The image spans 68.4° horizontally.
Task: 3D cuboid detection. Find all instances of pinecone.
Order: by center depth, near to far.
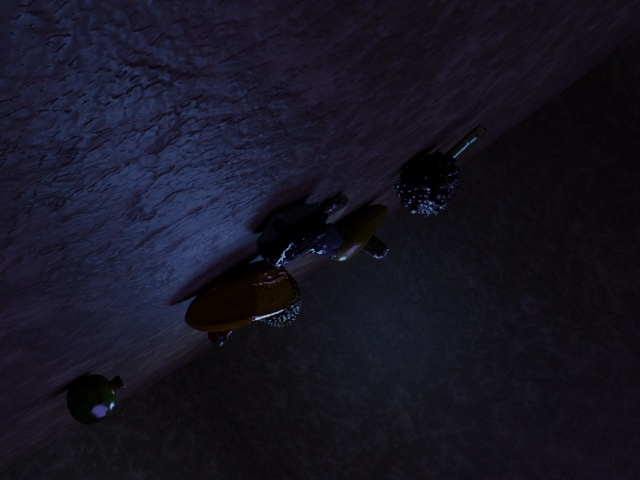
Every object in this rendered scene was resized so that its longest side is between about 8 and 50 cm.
[{"bbox_3d":[0.407,-0.216,1.777,0.272,0.224,0.224,-55,178,-13],"label":"pinecone"}]

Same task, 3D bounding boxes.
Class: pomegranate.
[{"bbox_3d":[-0.689,0.479,1.430,0.169,0.143,0.122,-28,175,9],"label":"pomegranate"}]

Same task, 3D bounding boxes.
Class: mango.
[{"bbox_3d":[-0.239,0.180,1.430,0.350,0.201,0.199,-25,141,-21],"label":"mango"},{"bbox_3d":[0.151,-0.036,2.066,0.332,0.142,0.195,-43,-168,-27],"label":"mango"}]

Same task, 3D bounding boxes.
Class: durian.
[{"bbox_3d":[-0.175,0.221,1.877,0.200,0.236,0.176,-13,157,-31],"label":"durian"}]

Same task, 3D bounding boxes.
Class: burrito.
[{"bbox_3d":[0.202,-0.004,2.167,0.096,0.309,0.066,-43,132,-10],"label":"burrito"}]

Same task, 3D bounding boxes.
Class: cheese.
[{"bbox_3d":[0.030,-0.084,1.472,0.127,0.049,0.235,-36,173,-2],"label":"cheese"}]

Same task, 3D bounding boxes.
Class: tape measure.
[{"bbox_3d":[-0.073,-0.016,1.178,0.182,0.107,0.181,-28,168,-47],"label":"tape measure"}]

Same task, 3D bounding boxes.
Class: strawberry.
[{"bbox_3d":[-0.457,0.382,2.225,0.190,0.111,0.236,-54,-173,39],"label":"strawberry"}]

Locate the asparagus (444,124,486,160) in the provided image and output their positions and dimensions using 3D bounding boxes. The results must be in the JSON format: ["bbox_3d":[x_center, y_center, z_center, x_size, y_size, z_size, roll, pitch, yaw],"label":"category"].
[{"bbox_3d":[0.662,-0.434,2.185,0.067,0.060,0.277,-21,167,-27],"label":"asparagus"}]

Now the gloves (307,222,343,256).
[{"bbox_3d":[0.007,-0.001,1.647,0.119,0.142,0.285,-8,-176,18],"label":"gloves"}]

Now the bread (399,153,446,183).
[{"bbox_3d":[0.442,-0.282,2.021,0.245,0.094,0.102,-38,-177,31],"label":"bread"}]
